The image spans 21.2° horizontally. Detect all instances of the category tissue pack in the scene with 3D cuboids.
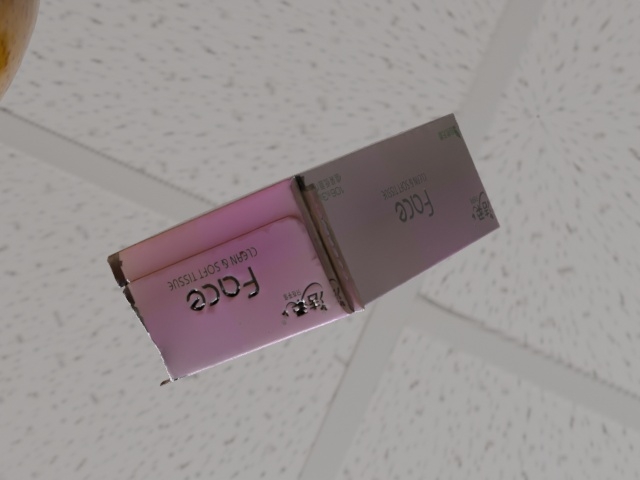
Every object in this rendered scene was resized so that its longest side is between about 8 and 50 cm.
[{"bbox_3d":[0.000,0.000,1.093,0.149,0.246,0.092,-23,-89,30],"label":"tissue pack"}]

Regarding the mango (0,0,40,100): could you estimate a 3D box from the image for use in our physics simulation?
[{"bbox_3d":[-0.264,-0.134,1.031,0.160,0.290,0.191,22,-77,-18],"label":"mango"}]
